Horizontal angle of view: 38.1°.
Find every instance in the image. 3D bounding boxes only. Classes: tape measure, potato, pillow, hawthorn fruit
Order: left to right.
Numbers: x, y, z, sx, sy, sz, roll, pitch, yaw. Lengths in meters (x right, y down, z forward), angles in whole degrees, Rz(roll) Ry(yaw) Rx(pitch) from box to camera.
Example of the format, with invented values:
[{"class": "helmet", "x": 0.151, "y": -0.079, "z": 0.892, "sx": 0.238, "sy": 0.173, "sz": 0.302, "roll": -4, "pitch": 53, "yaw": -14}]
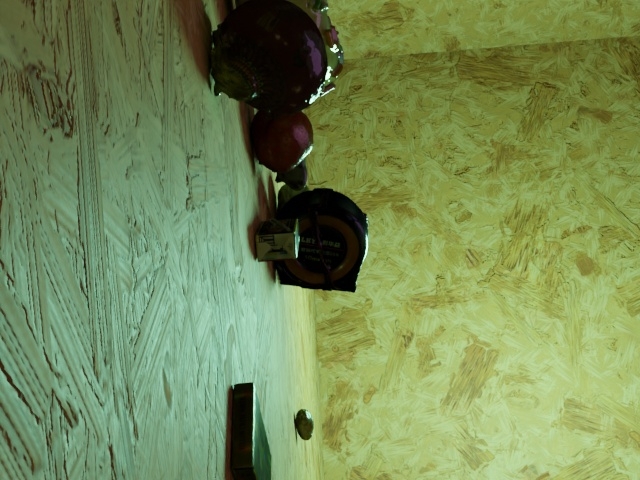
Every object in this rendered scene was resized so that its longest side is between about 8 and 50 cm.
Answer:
[{"class": "pillow", "x": -0.076, "y": -0.206, "z": 1.753, "sx": 0.051, "sy": 0.093, "sz": 0.241, "roll": 55, "pitch": 30, "yaw": -76}, {"class": "hawthorn fruit", "x": -0.068, "y": -0.186, "z": 1.655, "sx": 0.128, "sy": 0.128, "sz": 0.128, "roll": -4, "pitch": 90, "yaw": -88}, {"class": "potato", "x": -0.037, "y": 0.436, "z": 2.215, "sx": 0.046, "sy": 0.045, "sz": 0.092, "roll": -42, "pitch": 136, "yaw": -40}, {"class": "tape measure", "x": 0.000, "y": 0.000, "z": 1.940, "sx": 0.135, "sy": 0.202, "sz": 0.222, "roll": -92, "pitch": -170, "yaw": -62}]

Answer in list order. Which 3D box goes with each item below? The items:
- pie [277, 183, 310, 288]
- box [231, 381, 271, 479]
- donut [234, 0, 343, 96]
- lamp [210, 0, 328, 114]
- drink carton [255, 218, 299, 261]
[{"class": "pie", "x": -0.054, "y": -0.014, "z": 2.106, "sx": 0.201, "sy": 0.090, "sz": 0.248, "roll": -121, "pitch": -155, "yaw": -71}, {"class": "box", "x": -0.088, "y": 0.288, "z": 1.212, "sx": 0.193, "sy": 0.030, "sz": 0.121, "roll": 85, "pitch": 2, "yaw": -49}, {"class": "donut", "x": -0.058, "y": -0.410, "z": 1.529, "sx": 0.307, "sy": 0.150, "sz": 0.371, "roll": -75, "pitch": 154, "yaw": -73}, {"class": "lamp", "x": -0.070, "y": -0.231, "z": 1.196, "sx": 0.156, "sy": 0.157, "sz": 0.135, "roll": 55, "pitch": 46, "yaw": -8}, {"class": "drink carton", "x": -0.075, "y": -0.005, "z": 1.654, "sx": 0.165, "sy": 0.071, "sz": 0.056, "roll": -92, "pitch": 180, "yaw": -80}]
